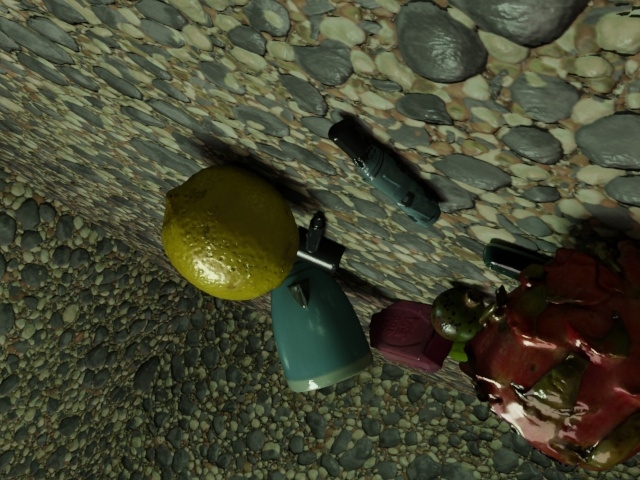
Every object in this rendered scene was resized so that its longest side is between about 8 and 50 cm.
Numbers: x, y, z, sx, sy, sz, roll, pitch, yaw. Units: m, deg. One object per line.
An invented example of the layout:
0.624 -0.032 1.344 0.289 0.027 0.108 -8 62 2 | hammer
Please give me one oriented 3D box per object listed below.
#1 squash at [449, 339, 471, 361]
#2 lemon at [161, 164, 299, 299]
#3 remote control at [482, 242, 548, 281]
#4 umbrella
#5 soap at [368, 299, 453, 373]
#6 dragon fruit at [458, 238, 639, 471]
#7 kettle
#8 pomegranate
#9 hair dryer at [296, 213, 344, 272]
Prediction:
0.439 0.315 1.934 0.066 0.066 0.201 32 159 -26 | squash
-0.176 -0.011 1.374 0.310 0.258 0.258 46 159 -23 | lemon
0.376 0.060 1.129 0.221 0.042 0.072 23 168 10 | remote control
0.098 -0.094 1.015 0.250 0.053 0.052 35 164 -38 | umbrella
0.240 0.254 1.835 0.099 0.162 0.250 34 163 -32 | soap
0.388 0.141 0.926 0.296 0.314 0.263 49 130 19 | dragon fruit
-0.025 0.209 1.901 0.247 0.342 0.319 -19 -179 -1 | kettle
0.299 0.154 1.470 0.130 0.130 0.130 24 166 6 | pomegranate
0.000 0.000 1.535 0.128 0.070 0.255 24 162 1 | hair dryer
